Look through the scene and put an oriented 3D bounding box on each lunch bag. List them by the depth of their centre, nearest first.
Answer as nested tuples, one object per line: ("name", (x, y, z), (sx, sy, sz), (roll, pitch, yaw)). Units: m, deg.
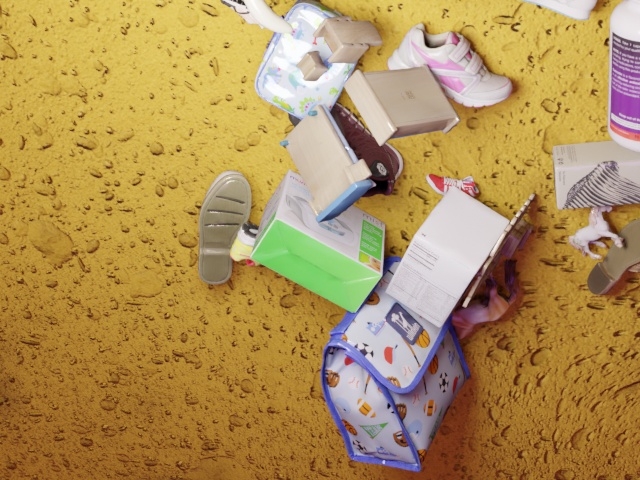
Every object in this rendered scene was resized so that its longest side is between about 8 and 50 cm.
("lunch bag", (-0.023, -0.360, 1.831), (0.176, 0.090, 0.219), (26, 111, -7))
("lunch bag", (0.166, 0.277, 2.107), (0.239, 0.328, 0.385), (-1, 124, 35))

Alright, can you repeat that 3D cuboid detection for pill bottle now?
("pill bottle", (0.629, -0.334, 1.702), (0.182, 0.181, 0.322), (-3, 125, 12))

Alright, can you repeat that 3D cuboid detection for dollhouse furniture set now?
("dollhouse furniture set", (0.063, -0.230, 1.797), (0.303, 0.198, 0.286), (-43, 70, 43))

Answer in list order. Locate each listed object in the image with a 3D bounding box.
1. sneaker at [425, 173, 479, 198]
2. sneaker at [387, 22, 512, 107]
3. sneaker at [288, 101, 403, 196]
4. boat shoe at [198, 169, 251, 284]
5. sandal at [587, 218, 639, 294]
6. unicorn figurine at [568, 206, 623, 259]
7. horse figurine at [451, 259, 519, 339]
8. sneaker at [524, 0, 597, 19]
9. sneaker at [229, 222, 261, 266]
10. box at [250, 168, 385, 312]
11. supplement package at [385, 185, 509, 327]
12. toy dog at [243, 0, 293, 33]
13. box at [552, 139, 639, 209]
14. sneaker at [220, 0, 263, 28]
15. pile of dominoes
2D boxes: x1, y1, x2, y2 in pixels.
("sneaker", (0.290, -0.123, 1.996), (0.118, 0.042, 0.067), (31, 128, -22))
("sneaker", (0.264, -0.347, 1.806), (0.252, 0.103, 0.111), (18, 128, -4))
("sneaker", (0.051, -0.187, 1.918), (0.281, 0.162, 0.106), (30, 124, -11))
("boat shoe", (-0.230, -0.044, 2.099), (0.113, 0.103, 0.302), (9, 126, -15))
("sandal", (0.691, 0.034, 2.035), (0.079, 0.088, 0.240), (1, 140, -30))
("unicorn figurine", (0.605, -0.022, 2.001), (0.111, 0.060, 0.162), (38, 125, -11))
("horse figurine", (0.365, 0.143, 2.159), (0.263, 0.066, 0.174), (-28, 109, 29))
("sneaker", (0.408, -0.487, 1.700), (0.229, 0.087, 0.092), (15, 120, -9))
("sneaker", (-0.131, 0.019, 2.097), (0.209, 0.081, 0.094), (14, 119, -51))
("box", (0.000, 0.000, 2.016), (0.262, 0.231, 0.126), (29, 120, -10))
("supplement package", (0.271, 0.035, 1.968), (0.149, 0.194, 0.203), (33, 139, 10))
("toy dog", (0.071, -0.540, 1.571), (0.408, 0.284, 0.395), (9, 95, -8))
("box", (0.623, -0.141, 1.894), (0.275, 0.094, 0.113), (-5, 124, 14))
("sneaker", (-0.152, -0.458, 1.838), (0.109, 0.040, 0.043), (22, 128, -6))
("pile of dominoes", (0.397, 0.023, 1.955), (0.040, 0.251, 0.196), (31, 127, 13))
